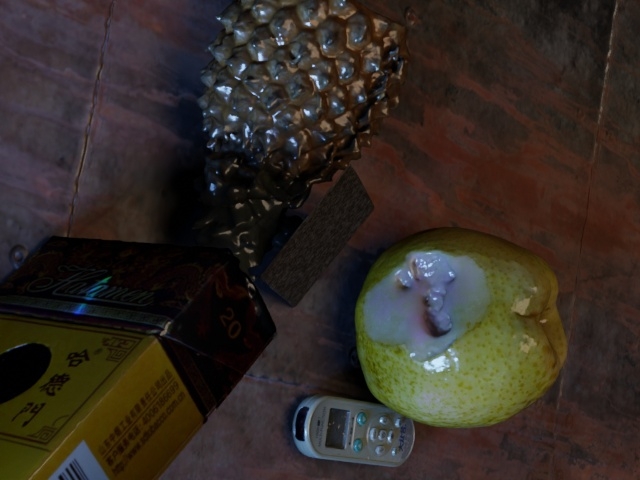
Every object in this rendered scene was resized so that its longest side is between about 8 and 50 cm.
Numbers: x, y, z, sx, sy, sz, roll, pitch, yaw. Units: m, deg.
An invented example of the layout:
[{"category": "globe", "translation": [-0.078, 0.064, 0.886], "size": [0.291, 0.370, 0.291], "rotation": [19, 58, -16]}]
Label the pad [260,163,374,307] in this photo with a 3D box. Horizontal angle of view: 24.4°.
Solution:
[{"category": "pad", "translation": [0.000, 0.000, 1.673], "size": [0.158, 0.003, 0.235], "rotation": [-51, 167, -3]}]

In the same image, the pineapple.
[{"category": "pineapple", "translation": [-0.051, -0.106, 1.614], "size": [0.223, 0.223, 0.357], "rotation": [28, 81, -47]}]

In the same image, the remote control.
[{"category": "remote control", "translation": [0.042, 0.238, 1.845], "size": [0.221, 0.042, 0.078], "rotation": [16, 81, -48]}]

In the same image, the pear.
[{"category": "pear", "translation": [0.176, 0.109, 1.839], "size": [0.271, 0.271, 0.271], "rotation": [-3, 94, -50]}]

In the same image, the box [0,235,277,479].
[{"category": "box", "translation": [-0.259, 0.164, 1.320], "size": [0.415, 0.264, 0.115], "rotation": [-49, 126, -34]}]
